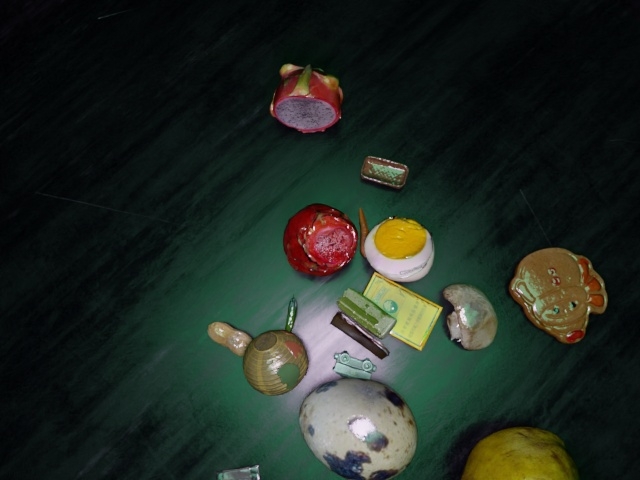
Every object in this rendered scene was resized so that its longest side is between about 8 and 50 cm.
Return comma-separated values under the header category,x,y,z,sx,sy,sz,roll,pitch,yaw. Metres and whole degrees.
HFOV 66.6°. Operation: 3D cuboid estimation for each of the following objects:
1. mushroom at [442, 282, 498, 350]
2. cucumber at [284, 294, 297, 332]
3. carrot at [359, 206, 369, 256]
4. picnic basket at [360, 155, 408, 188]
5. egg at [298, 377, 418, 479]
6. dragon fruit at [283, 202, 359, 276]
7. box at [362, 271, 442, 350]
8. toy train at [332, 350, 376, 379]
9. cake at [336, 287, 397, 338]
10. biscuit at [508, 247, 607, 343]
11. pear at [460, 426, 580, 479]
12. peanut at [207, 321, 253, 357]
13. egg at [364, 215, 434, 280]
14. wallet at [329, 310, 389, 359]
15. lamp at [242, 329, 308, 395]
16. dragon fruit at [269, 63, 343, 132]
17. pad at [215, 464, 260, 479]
category,x,y,z,sx,sy,sz,roll,pitch,yaw
mushroom,0.589,0.290,1.879,0.190,0.164,0.267,-8,79,1
cucumber,-0.117,0.301,1.960,0.039,0.039,0.167,10,81,4
carrot,0.181,-0.037,2.018,0.048,0.048,0.216,-5,74,1
picnic basket,0.268,-0.285,2.054,0.193,0.055,0.110,17,79,5
egg,0.131,0.661,1.730,0.428,0.345,0.345,21,80,14
dragon fruit,0.000,0.000,1.888,0.296,0.301,0.295,1,81,-5
box,0.302,0.279,1.929,0.302,0.084,0.192,27,82,7
toy train,0.129,0.494,1.903,0.172,0.070,0.099,18,87,4
cake,0.172,0.272,1.845,0.235,0.099,0.100,37,83,10
biscuit,0.949,0.216,1.937,0.359,0.074,0.381,-16,76,0
pear,0.693,0.839,1.687,0.413,0.352,0.352,-24,79,-11
peanut,-0.351,0.386,1.930,0.214,0.099,0.099,28,81,12
egg,0.316,0.052,1.938,0.264,0.174,0.286,-42,57,-11
wallet,0.155,0.372,1.893,0.255,0.137,0.031,35,62,7
lamp,-0.162,0.479,1.839,0.250,0.250,0.284,-18,120,-2
dragon fruit,-0.052,-0.611,2.017,0.306,0.305,0.225,6,72,3
pad,-0.301,0.984,1.843,0.174,0.022,0.233,-9,78,0
